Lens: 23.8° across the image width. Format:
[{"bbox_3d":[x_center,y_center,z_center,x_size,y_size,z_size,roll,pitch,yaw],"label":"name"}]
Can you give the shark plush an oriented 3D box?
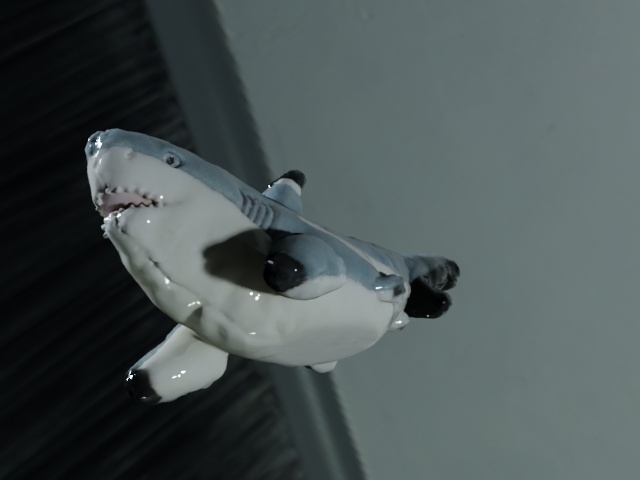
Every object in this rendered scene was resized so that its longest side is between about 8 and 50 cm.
[{"bbox_3d":[0.000,0.000,0.477,0.073,0.161,0.067,-47,58,40],"label":"shark plush"}]
